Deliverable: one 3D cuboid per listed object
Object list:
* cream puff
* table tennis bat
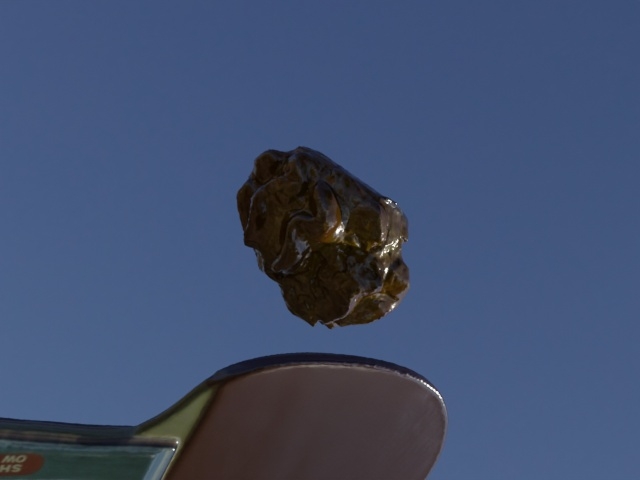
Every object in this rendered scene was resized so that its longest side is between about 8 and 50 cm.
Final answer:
[{"bbox_3d":[0.000,0.000,1.055,0.122,0.094,0.116,29,5,-10],"label":"cream puff"},{"bbox_3d":[-0.056,0.109,0.851,0.154,0.274,0.021,-60,-142,31],"label":"table tennis bat"}]
